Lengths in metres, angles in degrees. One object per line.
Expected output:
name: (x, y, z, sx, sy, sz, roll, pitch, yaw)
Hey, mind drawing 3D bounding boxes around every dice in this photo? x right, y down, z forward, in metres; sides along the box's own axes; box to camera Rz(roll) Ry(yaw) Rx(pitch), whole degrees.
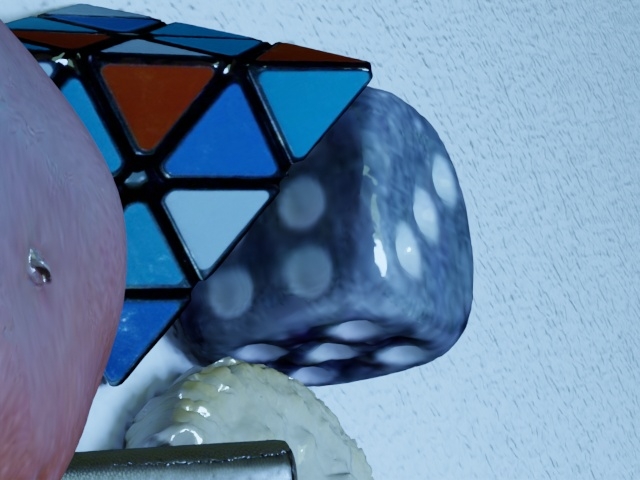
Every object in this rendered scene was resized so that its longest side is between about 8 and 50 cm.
dice: (0.000, 0.000, 1.357, 0.183, 0.181, 0.182, 30, 49, -57)

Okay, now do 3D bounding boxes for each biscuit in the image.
biscuit: (-0.040, 0.168, 1.280, 0.281, 0.084, 0.179, 23, 50, -49)

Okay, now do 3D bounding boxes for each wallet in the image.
wallet: (-0.102, 0.179, 1.121, 0.198, 0.031, 0.110, 1, 73, -29)

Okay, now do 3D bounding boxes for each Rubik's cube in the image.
Rubik's cube: (-0.111, -0.117, 1.225, 0.284, 0.250, 0.234, 60, 3, -37)

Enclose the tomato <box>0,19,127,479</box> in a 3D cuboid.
tomato: (-0.221, 0.013, 0.821, 0.341, 0.273, 0.341, 39, 42, -48)
